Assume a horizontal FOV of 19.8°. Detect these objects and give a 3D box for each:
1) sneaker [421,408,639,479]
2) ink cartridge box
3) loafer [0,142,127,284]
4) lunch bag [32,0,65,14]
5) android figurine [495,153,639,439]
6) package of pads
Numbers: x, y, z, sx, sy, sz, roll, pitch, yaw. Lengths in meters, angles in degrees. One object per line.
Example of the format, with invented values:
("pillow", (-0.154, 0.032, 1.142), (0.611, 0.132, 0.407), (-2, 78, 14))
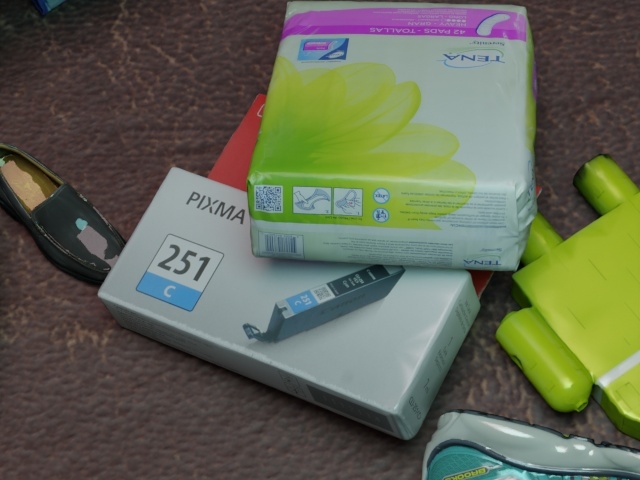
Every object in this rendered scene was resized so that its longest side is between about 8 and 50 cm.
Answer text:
("sneaker", (0.215, 0.212, 1.453), (0.275, 0.107, 0.110), (12, 85, 15))
("ink cartridge box", (0.000, 0.000, 1.553), (0.296, 0.066, 0.261), (20, 67, 24))
("loafer", (-0.233, -0.023, 1.610), (0.170, 0.061, 0.062), (35, 71, 19))
("lunch bag", (-0.254, -0.313, 1.741), (0.129, 0.096, 0.151), (-31, 54, -10))
("android figurine", (0.276, 0.055, 1.534), (0.248, 0.056, 0.273), (-31, 63, -10))
("package of pads", (0.069, -0.093, 1.541), (0.229, 0.101, 0.296), (3, 38, 6))
